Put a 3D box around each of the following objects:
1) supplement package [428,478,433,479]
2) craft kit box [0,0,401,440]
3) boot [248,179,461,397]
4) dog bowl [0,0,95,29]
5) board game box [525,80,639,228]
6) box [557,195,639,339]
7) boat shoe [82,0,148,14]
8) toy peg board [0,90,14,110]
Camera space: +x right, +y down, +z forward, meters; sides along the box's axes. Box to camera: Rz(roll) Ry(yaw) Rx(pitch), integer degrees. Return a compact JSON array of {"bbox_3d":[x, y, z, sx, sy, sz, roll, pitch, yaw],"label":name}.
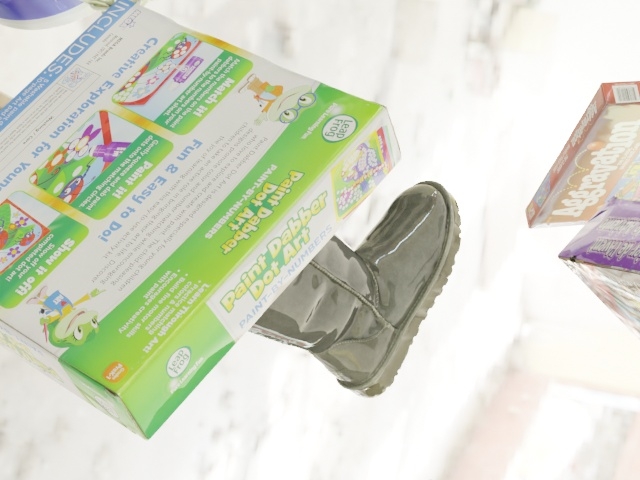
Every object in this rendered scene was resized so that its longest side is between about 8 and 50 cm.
[{"bbox_3d":[0.082,0.354,1.191,0.204,0.262,0.145,-32,162,-35],"label":"supplement package"},{"bbox_3d":[-0.119,-0.028,1.019,0.250,0.246,0.061,-47,140,-21],"label":"craft kit box"},{"bbox_3d":[0.002,-0.001,1.130,0.208,0.076,0.190,37,64,-38],"label":"boot"},{"bbox_3d":[-0.310,-0.368,1.732,0.104,0.265,0.265,44,57,-65],"label":"dog bowl"},{"bbox_3d":[0.309,-0.083,1.601,0.281,0.145,0.027,108,-23,-65],"label":"board game box"},{"bbox_3d":[0.285,0.095,0.922,0.057,0.293,0.201,-47,-170,-6],"label":"box"},{"bbox_3d":[-0.185,-0.257,1.485,0.302,0.109,0.094,-34,111,-63],"label":"boat shoe"},{"bbox_3d":[-0.412,-0.098,1.861,0.161,0.079,0.160,-53,160,2],"label":"toy peg board"}]
